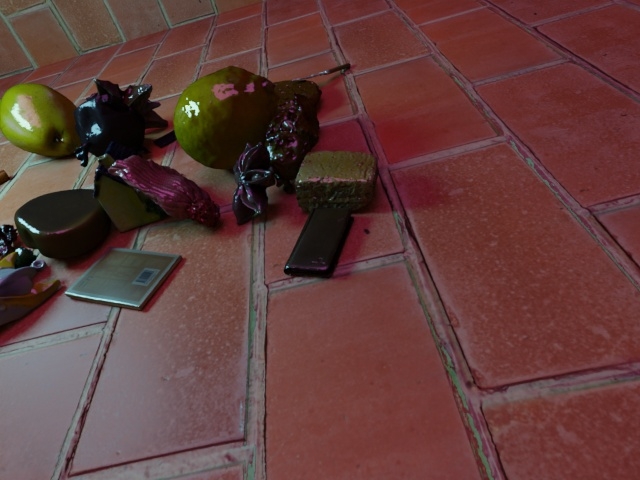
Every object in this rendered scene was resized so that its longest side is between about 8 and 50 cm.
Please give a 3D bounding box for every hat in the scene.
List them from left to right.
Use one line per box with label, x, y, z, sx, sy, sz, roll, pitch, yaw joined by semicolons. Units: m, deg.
hat;-0.740;-0.334;1.565;0.238;0.209;0.336;0;-14;-38
hat;-0.376;-0.116;1.160;0.286;0.107;0.236;34;21;15

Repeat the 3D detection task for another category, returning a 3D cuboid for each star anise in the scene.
star anise;-0.938;-0.020;1.278;0.158;0.144;0.140;7;54;25
star anise;-0.723;-0.483;1.632;0.292;0.349;0.109;4;70;0
star anise;-0.167;-0.149;1.114;0.197;0.073;0.212;-14;71;55

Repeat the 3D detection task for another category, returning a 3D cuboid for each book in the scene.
book;-0.474;0.086;1.077;0.241;0.018;0.170;5;44;24

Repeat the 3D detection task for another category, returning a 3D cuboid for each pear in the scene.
pear;-1.071;-0.464;1.738;0.336;0.285;0.285;16;49;15

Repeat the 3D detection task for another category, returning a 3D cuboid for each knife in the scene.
knife;0.003;-0.621;1.659;0.047;0.017;0.298;21;41;39

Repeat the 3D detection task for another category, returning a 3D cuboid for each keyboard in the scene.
keyboard;-0.520;-0.402;1.653;0.196;0.015;0.074;-38;40;-23

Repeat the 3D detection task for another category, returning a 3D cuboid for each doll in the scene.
doll;-0.783;0.158;1.047;0.145;0.103;0.316;17;56;29

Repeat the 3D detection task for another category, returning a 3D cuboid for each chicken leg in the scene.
chicken leg;-0.069;-0.311;1.231;0.140;0.211;0.361;19;47;-6

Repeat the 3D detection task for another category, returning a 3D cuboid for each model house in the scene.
model house;-0.527;-0.173;1.244;0.170;0.211;0.194;-17;39;4

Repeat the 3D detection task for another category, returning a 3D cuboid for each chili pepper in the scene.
chili pepper;-0.838;0.107;1.149;0.224;0.061;0.098;-47;17;-21

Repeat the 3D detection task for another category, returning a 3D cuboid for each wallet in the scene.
wallet;0.000;0.000;0.989;0.110;0.031;0.198;3;45;22

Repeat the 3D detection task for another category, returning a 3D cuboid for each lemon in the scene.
lemon;-0.270;-0.346;1.274;0.285;0.285;0.316;-39;1;-23

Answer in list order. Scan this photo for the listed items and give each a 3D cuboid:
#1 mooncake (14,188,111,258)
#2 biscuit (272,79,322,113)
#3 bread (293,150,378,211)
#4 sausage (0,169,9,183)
mooncake;-0.693;-0.050;1.229;0.234;0.117;0.235;0;36;0
biscuit;-0.141;-0.483;1.551;0.295;0.075;0.296;-5;37;4
bread;0.044;-0.142;1.079;0.196;0.102;0.138;1;46;17
sausage;-1.251;-0.218;1.693;0.041;0.039;0.131;27;58;31
